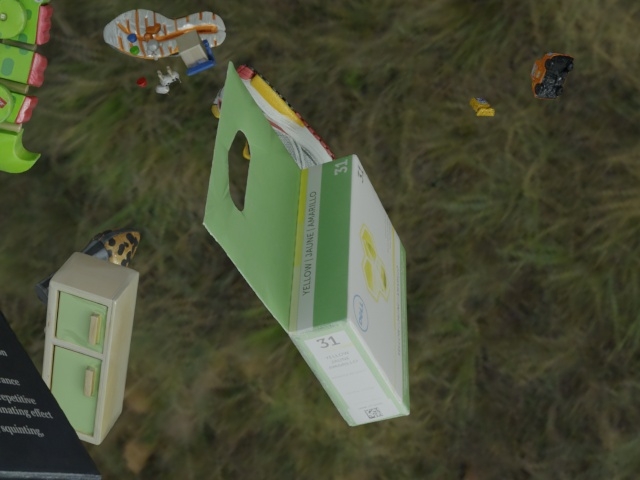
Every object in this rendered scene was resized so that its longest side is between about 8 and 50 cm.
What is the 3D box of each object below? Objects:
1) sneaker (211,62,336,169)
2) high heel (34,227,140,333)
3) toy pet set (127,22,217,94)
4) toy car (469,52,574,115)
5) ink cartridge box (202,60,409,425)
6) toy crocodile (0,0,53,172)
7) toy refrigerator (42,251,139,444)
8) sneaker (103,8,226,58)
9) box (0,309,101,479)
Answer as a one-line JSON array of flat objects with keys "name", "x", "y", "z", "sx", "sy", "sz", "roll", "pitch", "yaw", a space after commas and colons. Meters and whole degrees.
[{"name": "sneaker", "x": -0.053, "y": -0.128, "z": 1.554, "sx": 0.225, "sy": 0.093, "sz": 0.088, "roll": 46, "pitch": -177, "yaw": -7}, {"name": "high heel", "x": -0.343, "y": 0.101, "z": 1.826, "sx": 0.093, "sy": 0.186, "sz": 0.261, "roll": 37, "pitch": 149, "yaw": 25}, {"name": "toy pet set", "x": -0.222, "y": -0.273, "z": 1.759, "sx": 0.114, "sy": 0.122, "sz": 0.065, "roll": -22, "pitch": 140, "yaw": 6}, {"name": "toy car", "x": 0.224, "y": -0.184, "z": 1.312, "sx": 0.040, "sy": 0.122, "sz": 0.060, "roll": -121, "pitch": 23, "yaw": -46}, {"name": "ink cartridge box", "x": 0.000, "y": 0.000, "z": 0.842, "sx": 0.056, "sy": 0.171, "sz": 0.235, "roll": -14, "pitch": 134, "yaw": 17}, {"name": "toy crocodile", "x": -0.453, "y": -0.272, "z": 1.737, "sx": 0.105, "sy": 0.115, "sz": 0.341, "roll": 12, "pitch": 98, "yaw": -4}, {"name": "toy refrigerator", "x": -0.340, "y": 0.162, "z": 1.683, "sx": 0.102, "sy": 0.094, "sz": 0.270, "roll": 18, "pitch": 122, "yaw": 7}, {"name": "sneaker", "x": -0.272, "y": -0.347, "z": 1.991, "sx": 0.083, "sy": 0.214, "sz": 0.084, "roll": -9, "pitch": 86, "yaw": 60}, {"name": "box", "x": -0.401, "y": 0.083, "z": 0.833, "sx": 0.212, "sy": 0.293, "sz": 0.395, "roll": -45, "pitch": 62, "yaw": 12}]
